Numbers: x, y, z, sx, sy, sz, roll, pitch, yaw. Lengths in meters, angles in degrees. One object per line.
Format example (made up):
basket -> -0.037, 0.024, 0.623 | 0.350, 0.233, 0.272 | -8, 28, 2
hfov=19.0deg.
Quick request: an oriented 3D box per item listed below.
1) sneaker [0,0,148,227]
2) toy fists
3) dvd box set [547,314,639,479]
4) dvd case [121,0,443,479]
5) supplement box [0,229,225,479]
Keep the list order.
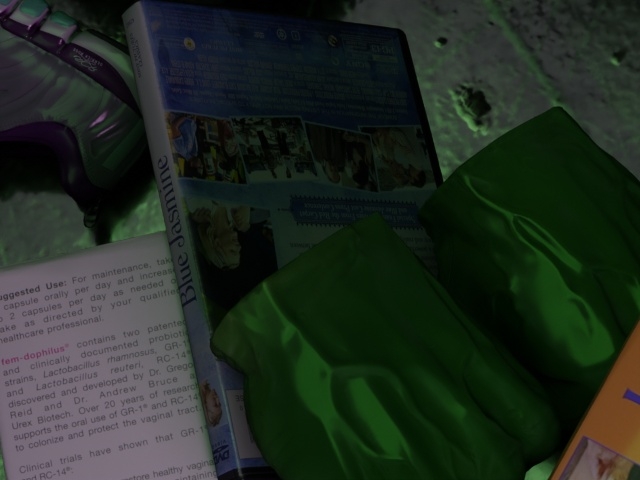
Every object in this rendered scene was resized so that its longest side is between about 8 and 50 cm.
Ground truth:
sneaker -> -0.192, -0.098, 1.045 | 0.224, 0.083, 0.098 | 30, 83, 11
toy fists -> 0.077, 0.047, 0.923 | 0.279, 0.096, 0.142 | -29, 73, -40
dvd box set -> 0.202, 0.031, 0.861 | 0.062, 0.307, 0.420 | 27, 78, 18
dvd case -> 0.000, 0.000, 0.974 | 0.180, 0.022, 0.253 | 2, 67, -40
supplement box -> -0.094, 0.120, 0.955 | 0.114, 0.111, 0.220 | -14, 73, 0
